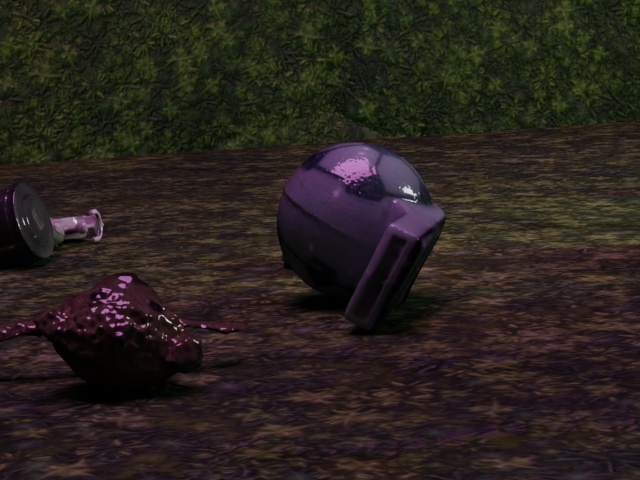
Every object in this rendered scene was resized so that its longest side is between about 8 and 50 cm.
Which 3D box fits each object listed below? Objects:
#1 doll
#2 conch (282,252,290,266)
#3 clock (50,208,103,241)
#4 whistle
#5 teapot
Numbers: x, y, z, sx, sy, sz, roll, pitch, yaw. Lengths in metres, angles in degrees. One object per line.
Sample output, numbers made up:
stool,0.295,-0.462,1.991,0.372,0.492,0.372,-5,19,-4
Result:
doll,-0.149,0.066,1.457,0.202,0.091,0.286,13,2,21
conch,0.002,-0.007,1.966,0.088,0.065,0.180,-1,16,-1
clock,-0.318,-0.014,2.216,0.087,0.041,0.129,-4,2,12
whistle,0.028,-0.012,1.677,0.163,0.164,0.289,-1,7,11
teapot,-0.355,-0.003,2.072,0.090,0.124,0.092,-16,45,15
